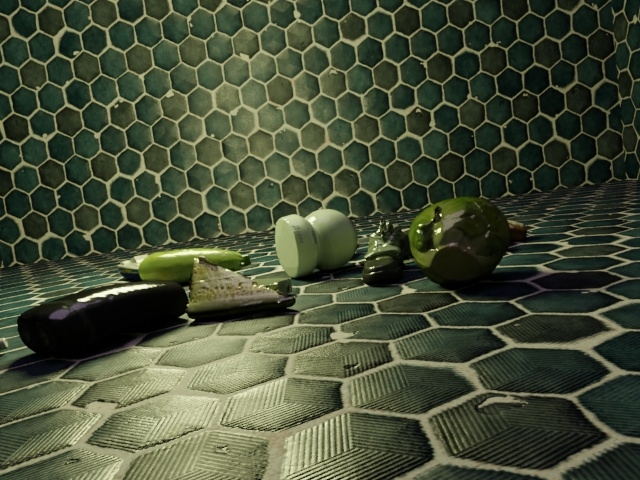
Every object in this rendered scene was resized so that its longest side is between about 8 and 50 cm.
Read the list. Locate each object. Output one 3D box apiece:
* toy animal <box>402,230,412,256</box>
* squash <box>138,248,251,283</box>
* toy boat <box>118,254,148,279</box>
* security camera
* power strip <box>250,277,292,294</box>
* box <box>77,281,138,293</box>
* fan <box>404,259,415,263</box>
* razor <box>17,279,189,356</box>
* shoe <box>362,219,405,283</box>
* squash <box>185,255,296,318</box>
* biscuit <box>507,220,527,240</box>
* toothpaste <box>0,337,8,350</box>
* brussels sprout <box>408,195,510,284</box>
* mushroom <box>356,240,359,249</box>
[{"bbox_3d":[0.282,0.006,1.893,0.269,0.082,0.137,-8,8,-40],"label":"toy animal"},{"bbox_3d":[-0.411,0.079,1.942,0.370,0.118,0.118,-8,6,-1],"label":"squash"},{"bbox_3d":[-0.644,0.099,2.186,0.129,0.088,0.295,-13,7,-35],"label":"toy boat"},{"bbox_3d":[0.000,0.000,1.768,0.236,0.195,0.194,-14,8,-24],"label":"security camera"},{"bbox_3d":[-0.198,0.130,1.511,0.270,0.046,0.118,-6,4,31],"label":"power strip"},{"bbox_3d":[-0.631,0.159,1.871,0.247,0.033,0.129,-5,6,25],"label":"box"},{"bbox_3d":[0.261,0.062,1.730,0.083,0.004,0.056,-4,7,26],"label":"fan"},{"bbox_3d":[-0.471,0.157,1.307,0.204,0.114,0.349,-6,6,39],"label":"razor"},{"bbox_3d":[0.165,0.021,1.568,0.109,0.149,0.293,-5,5,15],"label":"shoe"},{"bbox_3d":[-0.174,0.109,1.379,0.252,0.093,0.169,-8,51,6],"label":"squash"},{"bbox_3d":[0.445,-0.033,1.790,0.432,0.064,0.283,-10,21,-44],"label":"biscuit"},{"bbox_3d":[-0.789,0.250,1.266,0.218,0.033,0.052,-14,3,-12],"label":"toothpaste"},{"bbox_3d":[0.311,0.001,1.344,0.244,0.244,0.244,-8,6,1],"label":"brussels sprout"},{"bbox_3d":[0.049,0.020,2.004,0.116,0.093,0.225,-31,-6,42],"label":"mushroom"}]
